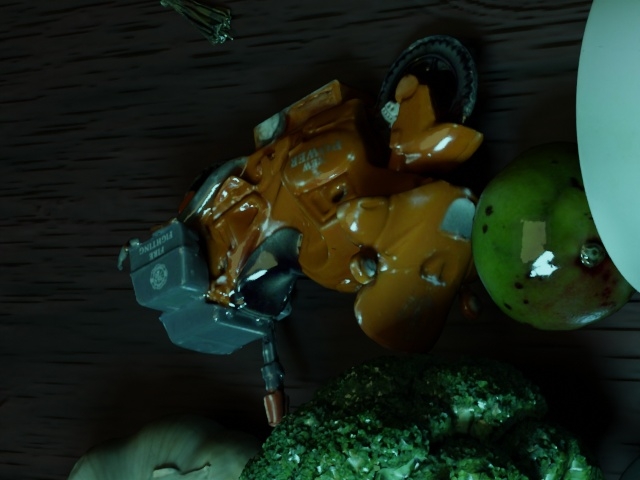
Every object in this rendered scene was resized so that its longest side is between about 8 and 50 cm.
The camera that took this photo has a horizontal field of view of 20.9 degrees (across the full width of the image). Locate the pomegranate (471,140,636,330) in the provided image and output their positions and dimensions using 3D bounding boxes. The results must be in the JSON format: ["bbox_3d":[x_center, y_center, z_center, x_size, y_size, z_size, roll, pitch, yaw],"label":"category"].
[{"bbox_3d":[0.161,-0.003,1.151,0.130,0.130,0.130,7,101,39],"label":"pomegranate"}]

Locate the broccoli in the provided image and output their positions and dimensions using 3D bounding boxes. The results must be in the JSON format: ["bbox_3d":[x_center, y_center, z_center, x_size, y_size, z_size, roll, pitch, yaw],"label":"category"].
[{"bbox_3d":[0.072,0.206,1.152,0.270,0.270,0.270,-34,63,37],"label":"broccoli"}]

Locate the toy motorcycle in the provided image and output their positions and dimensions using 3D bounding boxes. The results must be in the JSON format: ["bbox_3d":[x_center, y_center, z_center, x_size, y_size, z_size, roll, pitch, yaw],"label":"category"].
[{"bbox_3d":[0.000,0.000,1.270,0.326,0.148,0.221,-28,57,36],"label":"toy motorcycle"}]

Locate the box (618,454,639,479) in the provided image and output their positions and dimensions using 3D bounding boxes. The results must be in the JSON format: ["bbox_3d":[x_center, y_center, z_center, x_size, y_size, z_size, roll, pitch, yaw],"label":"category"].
[{"bbox_3d":[0.291,0.303,1.108,0.289,0.073,0.290,22,109,35],"label":"box"}]

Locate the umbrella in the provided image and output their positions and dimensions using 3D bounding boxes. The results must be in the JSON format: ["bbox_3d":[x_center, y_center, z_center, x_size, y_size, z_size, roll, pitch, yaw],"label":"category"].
[{"bbox_3d":[-0.098,-0.181,1.393,0.083,0.020,0.031,37,117,35],"label":"umbrella"}]

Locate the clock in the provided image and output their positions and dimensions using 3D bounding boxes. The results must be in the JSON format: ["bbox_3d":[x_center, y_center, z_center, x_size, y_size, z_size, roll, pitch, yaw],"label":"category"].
[{"bbox_3d":[0.236,-0.074,0.997,0.083,0.230,0.230,3,99,43],"label":"clock"}]

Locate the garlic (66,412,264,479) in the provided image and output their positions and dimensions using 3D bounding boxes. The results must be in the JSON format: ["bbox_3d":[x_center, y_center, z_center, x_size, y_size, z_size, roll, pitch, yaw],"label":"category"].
[{"bbox_3d":[-0.118,0.250,1.380,0.228,0.152,0.227,-10,63,20],"label":"garlic"}]
